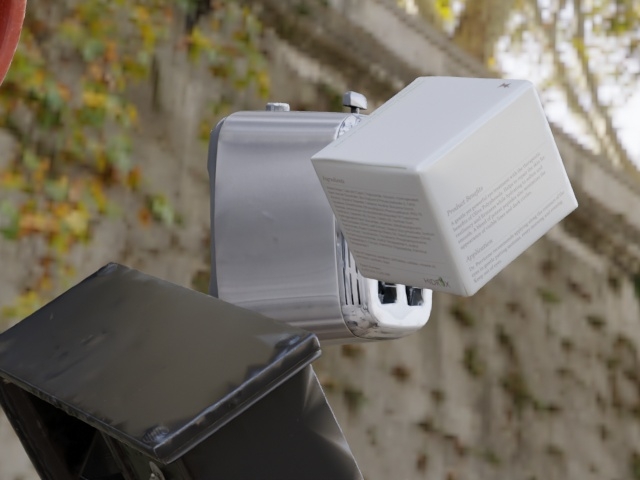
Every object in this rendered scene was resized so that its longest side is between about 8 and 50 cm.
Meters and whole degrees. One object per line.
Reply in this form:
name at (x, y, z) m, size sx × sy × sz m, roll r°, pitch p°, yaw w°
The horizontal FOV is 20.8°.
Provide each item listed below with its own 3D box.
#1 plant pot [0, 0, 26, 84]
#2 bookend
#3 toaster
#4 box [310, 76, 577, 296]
plant pot at (-0.372, -0.191, 1.134) m, size 0.272 × 0.272 × 0.265 m, roll 26°, pitch 4°, yaw -41°
bookend at (-0.042, 0.102, 0.671) m, size 0.156 × 0.072 × 0.157 m, roll 16°, pitch -45°, yaw 55°
toaster at (0.000, 0.000, 1.356) m, size 0.146 × 0.227 × 0.129 m, roll -4°, pitch -7°, yaw 35°
box at (0.071, -0.034, 1.006) m, size 0.102 × 0.101 × 0.087 m, roll 10°, pitch -49°, yaw 51°
